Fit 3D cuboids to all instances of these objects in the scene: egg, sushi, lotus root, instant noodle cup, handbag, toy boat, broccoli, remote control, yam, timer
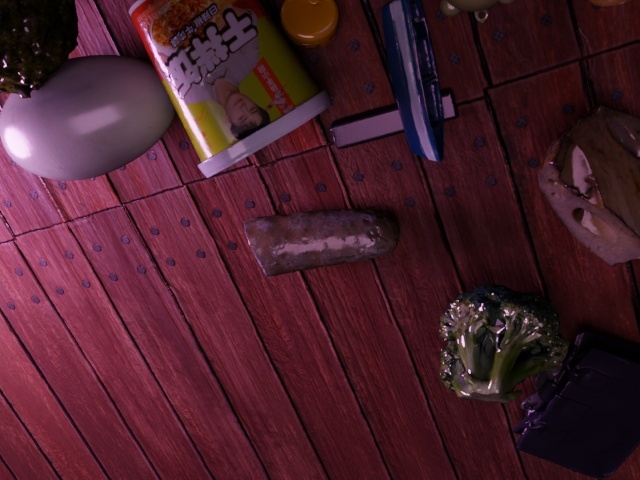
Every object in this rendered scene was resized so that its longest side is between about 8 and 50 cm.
[{"bbox_3d":[-0.449,-0.240,1.345,0.370,0.230,0.230,-13,114,16],"label":"egg"},{"bbox_3d":[-0.586,-0.433,1.225,0.294,0.178,0.352,-12,77,27],"label":"sushi"},{"bbox_3d":[0.528,-0.091,1.246,0.210,0.142,0.314,-40,101,-10],"label":"lotus root"},{"bbox_3d":[-0.167,-0.309,1.222,0.294,0.294,0.308,-26,101,25],"label":"instant noodle cup"},{"bbox_3d":[0.567,0.344,1.474,0.269,0.118,0.326,20,120,-6],"label":"handbag"},{"bbox_3d":[0.170,-0.282,1.237,0.061,0.096,0.299,-5,108,26],"label":"toy boat"},{"bbox_3d":[0.357,0.217,1.384,0.265,0.245,0.294,26,150,0],"label":"broccoli"},{"bbox_3d":[0.139,-0.230,1.322,0.245,0.025,0.063,-13,110,20],"label":"remote control"},{"bbox_3d":[0.000,0.000,1.427,0.330,0.133,0.133,-6,116,13],"label":"yam"},{"bbox_3d":[-0.019,-0.399,1.220,0.107,0.109,0.107,0,77,2],"label":"timer"}]

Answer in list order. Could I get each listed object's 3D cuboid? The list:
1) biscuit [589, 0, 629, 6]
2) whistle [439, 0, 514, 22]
[{"bbox_3d":[0.443,-0.491,1.102,0.118,0.029,0.247,-28,108,26],"label":"biscuit"},{"bbox_3d":[0.237,-0.492,1.108,0.131,0.106,0.288,-7,117,20],"label":"whistle"}]
